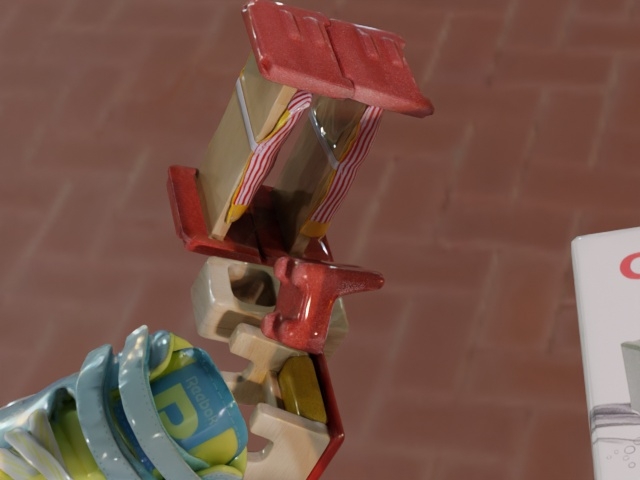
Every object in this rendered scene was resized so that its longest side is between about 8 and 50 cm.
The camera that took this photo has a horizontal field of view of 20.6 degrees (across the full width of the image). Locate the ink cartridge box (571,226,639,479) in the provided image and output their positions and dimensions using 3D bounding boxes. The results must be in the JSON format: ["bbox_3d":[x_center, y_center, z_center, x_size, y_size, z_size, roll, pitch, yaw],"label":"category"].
[{"bbox_3d":[0.218,0.116,0.740,0.198,0.115,0.273,-9,47,10],"label":"ink cartridge box"}]

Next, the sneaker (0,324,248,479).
[{"bbox_3d":[-0.164,0.136,1.010,0.208,0.127,0.319,-26,3,32],"label":"sneaker"}]

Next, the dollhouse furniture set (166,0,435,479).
[{"bbox_3d":[0.000,0.000,1.396,0.152,0.201,0.374,12,37,-24],"label":"dollhouse furniture set"}]
